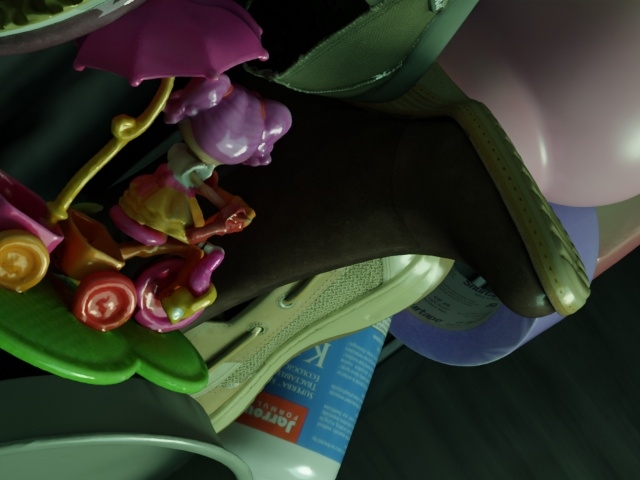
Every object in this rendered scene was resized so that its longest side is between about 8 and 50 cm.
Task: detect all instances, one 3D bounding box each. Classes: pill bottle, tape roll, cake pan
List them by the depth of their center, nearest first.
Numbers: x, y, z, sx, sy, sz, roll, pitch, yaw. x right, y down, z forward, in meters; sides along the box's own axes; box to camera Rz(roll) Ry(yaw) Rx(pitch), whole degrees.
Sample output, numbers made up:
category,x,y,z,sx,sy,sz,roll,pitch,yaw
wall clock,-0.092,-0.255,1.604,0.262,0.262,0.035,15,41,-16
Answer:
category,x,y,z,sx,sy,sz,roll,pitch,yaw
cake pan,-0.191,0.163,0.966,0.293,0.054,0.293,-11,153,-6
pill bottle,-0.031,0.114,1.115,0.124,0.124,0.222,72,36,-78
tape roll,0.113,-0.005,1.153,0.080,0.189,0.189,-24,162,-46

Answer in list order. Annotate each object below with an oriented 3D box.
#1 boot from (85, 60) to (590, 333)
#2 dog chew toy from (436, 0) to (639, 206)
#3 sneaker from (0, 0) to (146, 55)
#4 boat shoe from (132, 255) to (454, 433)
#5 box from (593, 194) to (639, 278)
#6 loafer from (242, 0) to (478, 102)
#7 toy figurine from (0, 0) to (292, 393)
category,x,y,z,sx,sy,sz,roll,pitch,yaw
boot,0.000,0.000,0.750,0.207,0.248,0.090,-36,135,4
dog chew toy,0.166,-0.114,0.892,0.331,0.207,0.206,-27,167,-12
sneaker,-0.050,-0.116,0.528,0.185,0.070,0.084,-35,163,-7
boat shoe,-0.072,0.039,1.016,0.341,0.122,0.110,-34,136,22
box,0.311,-0.072,1.583,0.232,0.149,0.127,-35,167,-18
loafer,0.033,-0.139,0.621,0.087,0.094,0.251,-15,152,-32
toy figurine,-0.072,-0.031,0.654,0.173,0.130,0.159,29,105,-35
